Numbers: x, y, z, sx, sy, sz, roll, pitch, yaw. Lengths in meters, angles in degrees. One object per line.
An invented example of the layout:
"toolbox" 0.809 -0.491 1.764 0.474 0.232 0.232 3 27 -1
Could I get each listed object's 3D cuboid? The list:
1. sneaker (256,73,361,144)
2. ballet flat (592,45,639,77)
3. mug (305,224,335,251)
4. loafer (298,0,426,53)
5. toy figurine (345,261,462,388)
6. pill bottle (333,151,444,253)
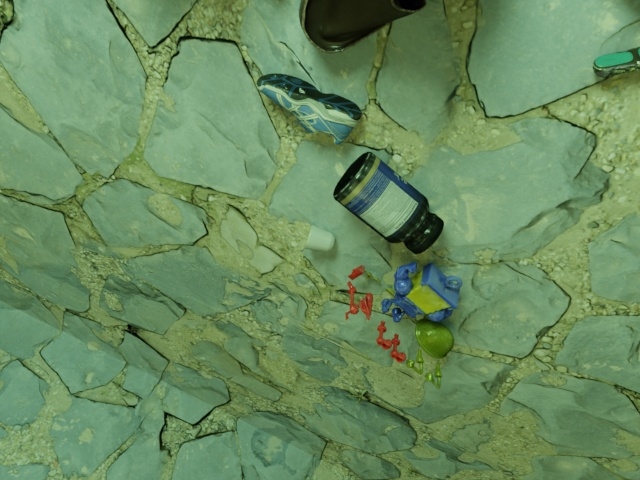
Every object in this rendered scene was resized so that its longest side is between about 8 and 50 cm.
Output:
"sneaker" -0.031 -0.255 0.889 0.211 0.080 0.081 26 131 1
"ballet flat" 0.479 -0.272 0.696 0.115 0.041 0.041 -3 128 26
"mug" 0.001 -0.003 1.128 0.064 0.078 0.062 15 102 -2
"loafer" 0.091 -0.381 0.653 0.134 0.130 0.366 32 146 -29
"toy figurine" 0.258 0.167 1.080 0.363 0.191 0.217 41 128 -17
"pill bottle" 0.144 -0.072 0.950 0.219 0.122 0.123 37 133 -12
